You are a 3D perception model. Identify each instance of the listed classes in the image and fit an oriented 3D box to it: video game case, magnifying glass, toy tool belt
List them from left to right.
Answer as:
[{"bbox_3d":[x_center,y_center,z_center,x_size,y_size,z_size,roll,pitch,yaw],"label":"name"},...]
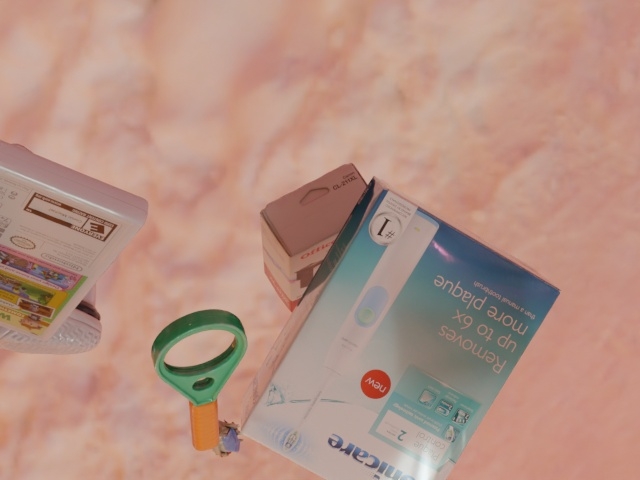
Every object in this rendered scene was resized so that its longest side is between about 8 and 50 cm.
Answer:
[{"bbox_3d":[-0.243,-0.015,0.849,0.193,0.212,0.023,-43,31,50],"label":"video game case"},{"bbox_3d":[-0.117,0.143,1.294,0.231,0.092,0.026,95,156,-54],"label":"magnifying glass"},{"bbox_3d":[-0.135,0.291,1.920,0.051,0.083,0.052,-10,52,14],"label":"toy tool belt"}]

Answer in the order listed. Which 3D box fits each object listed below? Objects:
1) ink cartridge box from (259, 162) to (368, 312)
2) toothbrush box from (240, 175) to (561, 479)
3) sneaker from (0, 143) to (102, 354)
[{"bbox_3d":[0.000,0.000,1.566,0.072,0.127,0.175,57,167,21],"label":"ink cartridge box"},{"bbox_3d":[0.077,0.114,1.388,0.296,0.216,0.126,-58,7,7],"label":"toothbrush box"},{"bbox_3d":[-0.407,0.000,1.422,0.137,0.365,0.210,157,121,-62],"label":"sneaker"}]
